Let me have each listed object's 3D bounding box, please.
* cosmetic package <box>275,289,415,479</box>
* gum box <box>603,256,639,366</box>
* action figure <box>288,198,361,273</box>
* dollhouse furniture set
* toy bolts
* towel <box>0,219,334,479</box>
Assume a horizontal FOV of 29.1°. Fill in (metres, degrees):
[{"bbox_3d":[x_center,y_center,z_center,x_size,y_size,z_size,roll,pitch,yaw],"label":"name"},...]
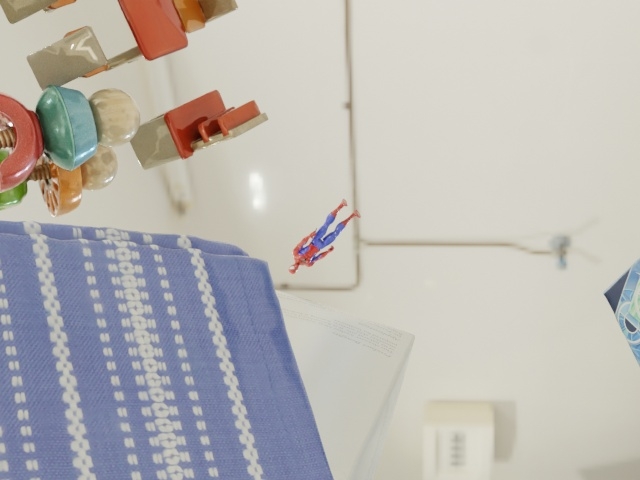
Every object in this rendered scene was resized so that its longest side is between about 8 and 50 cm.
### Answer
[{"bbox_3d":[-0.058,0.168,1.063,0.385,0.217,0.156,-42,-32,-71],"label":"cosmetic package"},{"bbox_3d":[0.227,0.061,0.588,0.157,0.041,0.184,-57,45,50],"label":"gum box"},{"bbox_3d":[0.000,0.000,1.550,0.115,0.038,0.030,-46,22,14],"label":"action figure"},{"bbox_3d":[-0.173,-0.219,1.322,0.262,0.135,0.259,-38,-73,-54],"label":"dollhouse furniture set"},{"bbox_3d":[-0.287,-0.134,1.291,0.228,0.158,0.218,-3,100,67],"label":"toy bolts"},{"bbox_3d":[-0.123,0.096,0.400,0.040,0.336,0.243,-44,54,38],"label":"towel"}]
